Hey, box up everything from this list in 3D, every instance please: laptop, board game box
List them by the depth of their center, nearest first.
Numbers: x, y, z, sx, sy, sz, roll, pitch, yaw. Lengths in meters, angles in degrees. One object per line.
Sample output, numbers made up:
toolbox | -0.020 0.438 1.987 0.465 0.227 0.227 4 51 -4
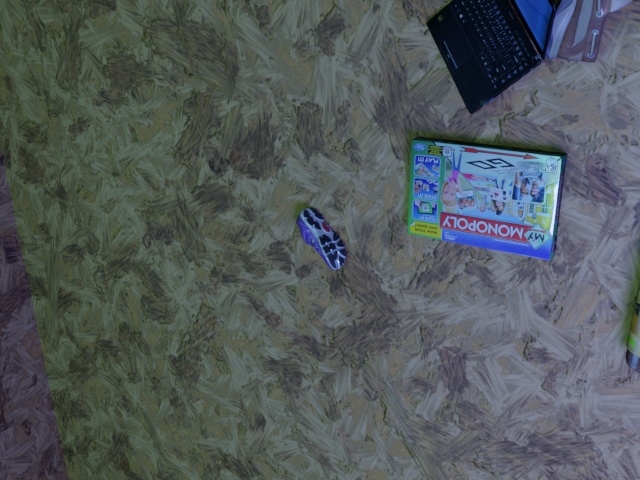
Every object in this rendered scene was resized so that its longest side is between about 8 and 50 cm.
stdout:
laptop | 0.301 -0.411 1.336 0.264 0.136 0.234 -36 63 35
board game box | 0.337 -0.092 1.513 0.317 0.046 0.214 11 110 30

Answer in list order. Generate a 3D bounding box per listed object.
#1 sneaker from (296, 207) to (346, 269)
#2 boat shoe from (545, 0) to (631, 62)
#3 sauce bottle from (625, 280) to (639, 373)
sneaker | 0.000 0.000 1.765 0.170 0.068 0.071 58 142 15
boat shoe | 0.481 -0.444 1.236 0.116 0.123 0.324 22 144 11
sauce bottle | 0.644 0.082 1.332 0.111 0.111 0.344 15 111 29
